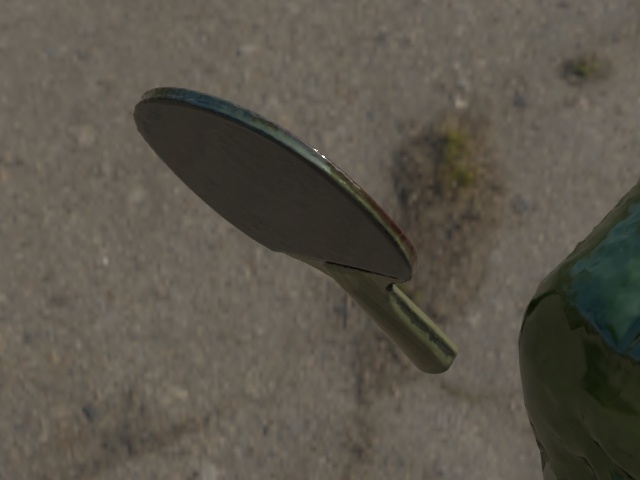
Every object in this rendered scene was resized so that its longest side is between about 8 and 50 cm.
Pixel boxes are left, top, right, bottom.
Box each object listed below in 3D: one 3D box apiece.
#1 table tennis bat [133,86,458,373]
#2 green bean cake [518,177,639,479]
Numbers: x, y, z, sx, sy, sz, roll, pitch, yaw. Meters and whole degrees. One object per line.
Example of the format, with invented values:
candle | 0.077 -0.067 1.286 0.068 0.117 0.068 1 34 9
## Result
table tennis bat | 0.000 0.000 0.872 0.138 0.246 0.022 14 67 44
green bean cake | 0.214 0.102 0.710 0.247 0.250 0.156 29 68 35
